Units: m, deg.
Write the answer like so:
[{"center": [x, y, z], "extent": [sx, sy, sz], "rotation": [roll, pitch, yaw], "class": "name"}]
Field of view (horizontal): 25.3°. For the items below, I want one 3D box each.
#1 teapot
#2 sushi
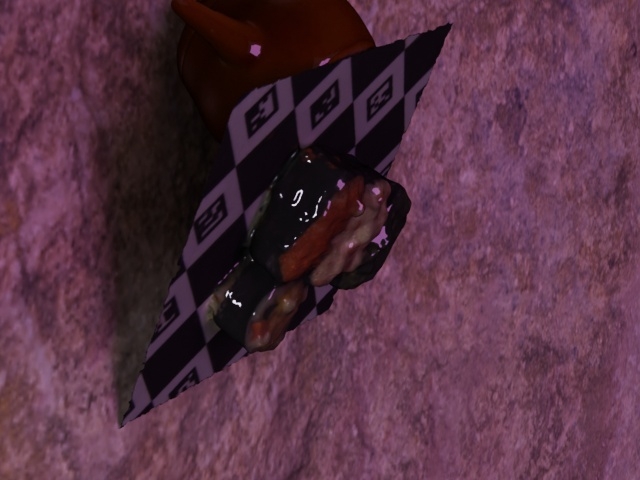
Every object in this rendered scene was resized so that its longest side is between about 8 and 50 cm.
[{"center": [-0.033, -0.106, 0.831], "extent": [0.173, 0.116, 0.116], "rotation": [15, 81, -70], "class": "teapot"}, {"center": [0.000, 0.000, 0.837], "extent": [0.219, 0.047, 0.231], "rotation": [-27, 146, -51], "class": "sushi"}]
